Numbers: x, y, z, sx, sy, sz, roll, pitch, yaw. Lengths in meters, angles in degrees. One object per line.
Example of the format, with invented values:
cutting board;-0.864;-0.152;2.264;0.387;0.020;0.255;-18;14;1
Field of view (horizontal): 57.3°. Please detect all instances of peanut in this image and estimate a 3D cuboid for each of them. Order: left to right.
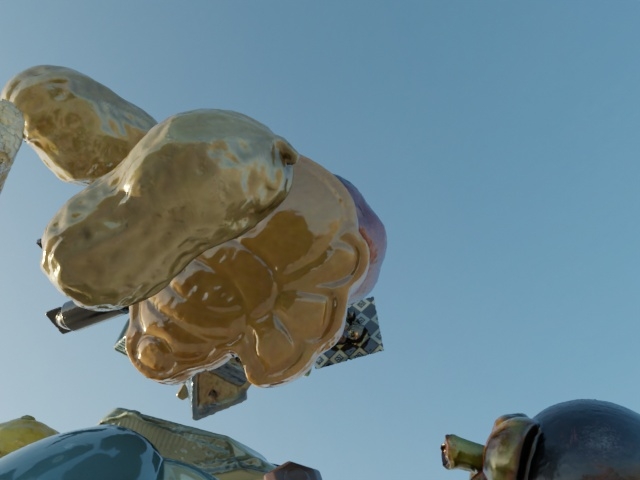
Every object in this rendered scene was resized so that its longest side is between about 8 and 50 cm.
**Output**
peanut;-0.411;-0.183;1.119;0.169;0.192;0.387;-5;-25;40
peanut;-0.163;-0.046;0.626;0.291;0.143;0.159;-35;-37;-11

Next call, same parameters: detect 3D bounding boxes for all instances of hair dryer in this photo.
hair dryer;-0.574;0.098;1.315;0.195;0.078;0.248;-20;-58;11

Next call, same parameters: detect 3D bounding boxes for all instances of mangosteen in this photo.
mangosteen;0.294;0.315;0.722;0.302;0.275;0.275;20;-50;17

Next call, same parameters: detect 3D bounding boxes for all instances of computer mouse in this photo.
computer mouse;-0.278;0.464;1.197;0.428;0.146;0.228;12;-32;10

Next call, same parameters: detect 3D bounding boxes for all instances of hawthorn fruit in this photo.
hawthorn fruit;0.000;0.000;1.128;0.265;0.265;0.307;0;-15;-6

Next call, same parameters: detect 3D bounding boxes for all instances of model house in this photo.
model house;-0.370;0.312;1.704;0.382;0.334;0.343;35;-93;-16

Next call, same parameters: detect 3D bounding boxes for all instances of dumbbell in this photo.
dumbbell;-0.047;0.421;0.817;0.092;0.082;0.231;12;-70;11

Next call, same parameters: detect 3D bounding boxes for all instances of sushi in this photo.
sushi;0.072;0.281;1.880;0.231;0.220;0.047;-18;-46;11

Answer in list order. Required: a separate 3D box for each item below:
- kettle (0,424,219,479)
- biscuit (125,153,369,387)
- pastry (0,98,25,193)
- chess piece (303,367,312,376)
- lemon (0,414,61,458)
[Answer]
kettle;-0.251;0.337;0.626;0.319;0.342;0.247;8;-76;11
biscuit;-0.098;0.031;0.759;0.311;0.351;0.057;16;-21;21
pastry;-0.524;-0.103;0.899;0.089;0.122;0.258;32;-52;-22
chess piece;-0.070;0.304;1.436;0.093;0.042;0.042;20;-56;-16
lemon;-0.593;0.486;1.129;0.233;0.288;0.233;-3;-29;-1
